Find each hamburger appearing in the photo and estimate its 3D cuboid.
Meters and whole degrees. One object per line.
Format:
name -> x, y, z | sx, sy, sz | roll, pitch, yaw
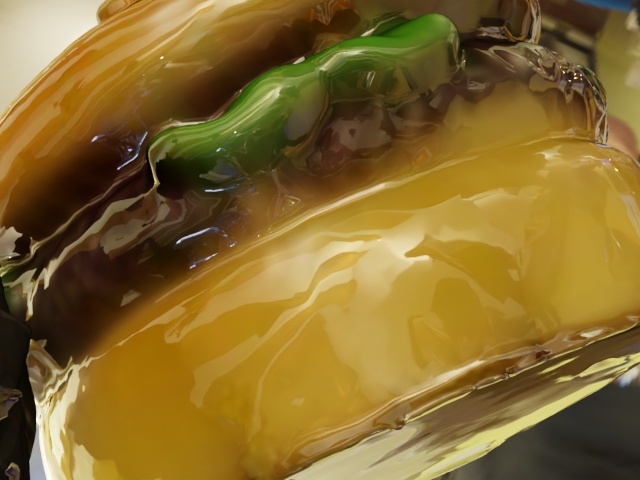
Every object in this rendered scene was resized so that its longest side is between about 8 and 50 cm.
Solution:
hamburger -> 0.000, 0.000, 0.608 | 0.395, 0.277, 0.396 | -24, -17, -8

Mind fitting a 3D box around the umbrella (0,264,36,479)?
umbrella -> -0.166, 0.141, 0.392 | 0.154, 0.128, 0.337 | 112, 150, -56
